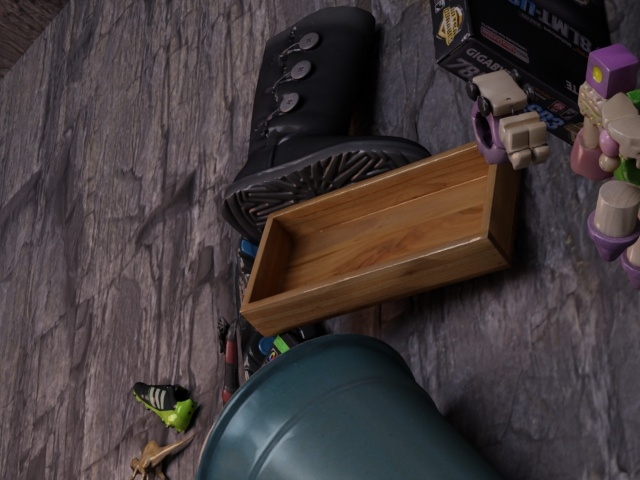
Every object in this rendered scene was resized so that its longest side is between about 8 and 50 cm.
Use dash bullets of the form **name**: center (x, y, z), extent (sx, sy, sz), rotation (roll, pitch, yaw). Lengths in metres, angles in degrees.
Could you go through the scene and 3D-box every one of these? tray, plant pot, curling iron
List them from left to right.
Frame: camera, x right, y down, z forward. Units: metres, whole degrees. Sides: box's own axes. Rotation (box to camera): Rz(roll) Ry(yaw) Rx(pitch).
- **curling iron**: center (-0.139, 0.243, 1.942), extent (0.068, 0.035, 0.273), rotation (-98, 5, -70)
- **tray**: center (0.086, -0.002, 1.753), extent (0.411, 0.076, 0.202), rotation (-19, 39, 32)
- **plant pot**: center (0.076, 0.337, 1.448), extent (0.334, 0.341, 0.341), rotation (36, 99, 49)

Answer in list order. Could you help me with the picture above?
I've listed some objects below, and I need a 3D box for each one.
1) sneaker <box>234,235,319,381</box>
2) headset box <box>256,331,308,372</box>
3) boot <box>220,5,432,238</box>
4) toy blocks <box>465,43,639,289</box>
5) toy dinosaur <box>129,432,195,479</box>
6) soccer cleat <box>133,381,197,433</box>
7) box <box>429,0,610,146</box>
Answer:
- **sneaker**: center (-0.071, 0.148, 1.978), extent (0.139, 0.125, 0.340), rotation (104, 163, -60)
- **headset box**: center (-0.031, 0.289, 1.744), extent (0.283, 0.131, 0.246), rotation (-59, 23, 5)
- **boot**: center (0.042, -0.222, 2.028), extent (0.367, 0.146, 0.445), rotation (-8, 41, 22)
- **toy blocks**: center (0.351, -0.043, 1.372), extent (0.260, 0.309, 0.288), rotation (87, 162, -45)
- **toy dinosaur**: center (-0.298, 0.394, 2.156), extent (0.183, 0.053, 0.092), rotation (-32, 43, 40)
- **soccer cleat**: center (-0.279, 0.287, 2.207), extent (0.179, 0.060, 0.072), rotation (26, 80, 51)
- **box**: center (0.267, -0.293, 1.611), extent (0.073, 0.296, 0.293), rotation (-37, 40, 39)
